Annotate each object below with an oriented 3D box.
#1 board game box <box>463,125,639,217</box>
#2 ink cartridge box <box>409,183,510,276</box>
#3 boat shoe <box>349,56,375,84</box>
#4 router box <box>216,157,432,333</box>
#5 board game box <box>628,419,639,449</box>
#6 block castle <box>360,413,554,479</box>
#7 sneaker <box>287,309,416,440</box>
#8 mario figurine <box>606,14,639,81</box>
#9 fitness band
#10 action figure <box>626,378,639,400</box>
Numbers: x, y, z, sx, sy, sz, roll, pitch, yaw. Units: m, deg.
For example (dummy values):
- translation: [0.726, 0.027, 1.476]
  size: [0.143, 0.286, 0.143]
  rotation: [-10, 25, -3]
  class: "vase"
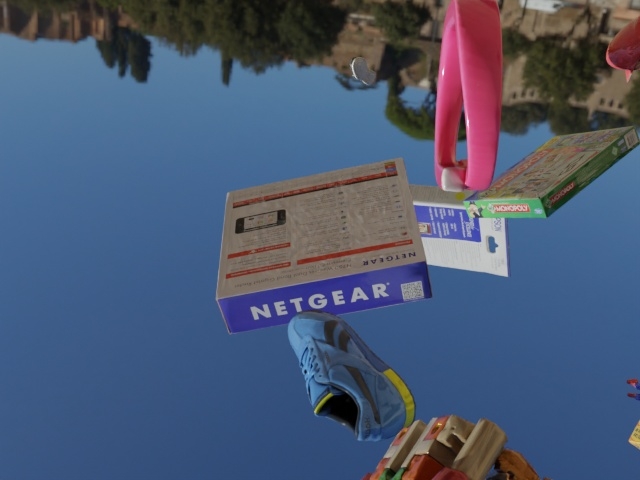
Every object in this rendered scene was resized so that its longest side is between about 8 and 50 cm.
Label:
- translation: [0.478, -0.140, 1.567]
  size: [0.317, 0.046, 0.213]
  rotation: [-34, -161, -27]
  class: "board game box"
- translation: [0.309, -0.027, 1.843]
  size: [0.307, 0.304, 0.072]
  rotation: [6, -120, 19]
  class: "ink cartridge box"
- translation: [0.090, -0.397, 1.750]
  size: [0.038, 0.046, 0.125]
  rotation: [32, -171, 23]
  class: "boat shoe"
- translation: [0.000, 0.000, 1.288]
  size: [0.335, 0.082, 0.301]
  rotation: [-10, -142, 6]
  class: "router box"
- translation: [0.962, 0.389, 1.609]
  size: [0.356, 0.356, 0.356]
  rotation: [33, 170, 7]
  class: "board game box"
- translation: [0.243, 0.489, 1.315]
  size: [0.303, 0.453, 0.213]
  rotation: [40, -113, 0]
  class: "block castle"
- translation: [0.010, 0.141, 0.818]
  size: [0.082, 0.069, 0.209]
  rotation: [-11, -148, -32]
  class: "sneaker"
- translation: [0.694, -0.324, 1.393]
  size: [0.320, 0.170, 0.198]
  rotation: [13, -174, 28]
  class: "mario figurine"
- translation: [0.161, -0.164, 0.852]
  size: [0.054, 0.209, 0.291]
  rotation: [1, -170, 5]
  class: "fitness band"
- translation: [0.514, 0.239, 1.167]
  size: [0.030, 0.038, 0.115]
  rotation: [2, -179, -5]
  class: "action figure"
